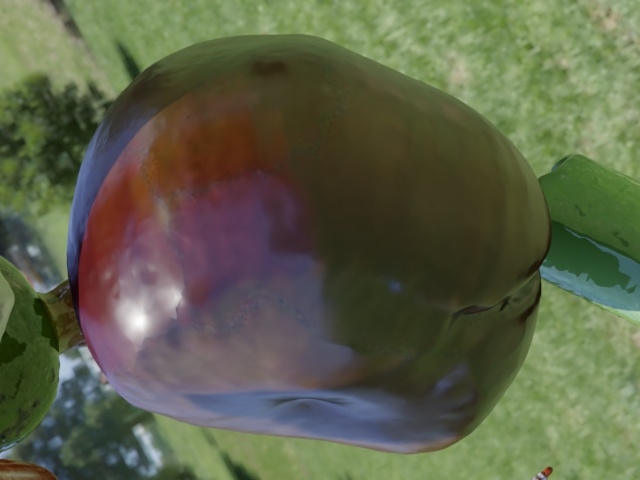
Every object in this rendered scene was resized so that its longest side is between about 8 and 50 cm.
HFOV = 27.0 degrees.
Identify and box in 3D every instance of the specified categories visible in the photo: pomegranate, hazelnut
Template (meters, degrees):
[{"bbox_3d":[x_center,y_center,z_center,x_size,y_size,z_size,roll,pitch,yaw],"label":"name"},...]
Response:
[{"bbox_3d":[-0.341,0.118,1.401,0.231,0.286,0.230,179,90,-84],"label":"pomegranate"},{"bbox_3d":[0.000,0.000,1.092,0.409,0.359,0.359,12,-149,-39],"label":"hazelnut"}]

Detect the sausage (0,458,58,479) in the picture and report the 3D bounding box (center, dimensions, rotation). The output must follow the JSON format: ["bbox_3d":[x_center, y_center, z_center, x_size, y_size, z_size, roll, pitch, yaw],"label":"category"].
[{"bbox_3d":[-0.240,0.159,0.725,0.274,0.074,0.074,5,-137,-45],"label":"sausage"}]

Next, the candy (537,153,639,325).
[{"bbox_3d":[0.347,0.033,1.257,0.344,0.132,0.142,26,179,17],"label":"candy"}]

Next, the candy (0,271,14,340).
[{"bbox_3d":[-0.399,-0.030,1.004,0.145,0.208,0.358,-72,-36,-53],"label":"candy"}]

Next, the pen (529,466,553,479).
[{"bbox_3d":[0.152,0.302,1.319,0.026,0.218,0.026,44,-178,-2],"label":"pen"}]
